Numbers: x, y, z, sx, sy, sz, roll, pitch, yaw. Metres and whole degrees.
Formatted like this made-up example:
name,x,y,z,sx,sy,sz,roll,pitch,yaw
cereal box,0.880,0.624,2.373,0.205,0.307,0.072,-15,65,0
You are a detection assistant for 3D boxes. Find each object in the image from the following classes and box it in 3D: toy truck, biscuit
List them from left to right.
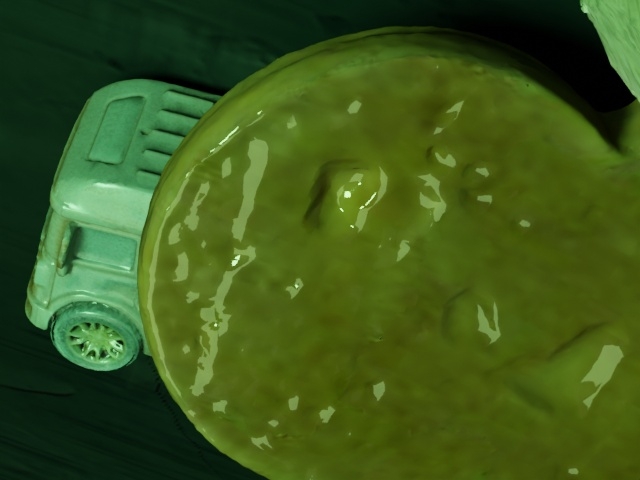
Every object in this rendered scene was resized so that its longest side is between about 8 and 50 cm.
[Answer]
name,x,y,z,sx,sy,sz,roll,pitch,yaw
toy truck,0.000,0.000,0.847,0.256,0.108,0.140,14,134,0
biscuit,0.097,0.032,0.773,0.355,0.052,0.275,13,117,-13

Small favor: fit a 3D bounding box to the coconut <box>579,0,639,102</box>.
name,x,y,z,sx,sy,sz,roll,pitch,yaw
coconut,0.174,-0.095,0.512,0.234,0.224,0.224,22,150,-30
